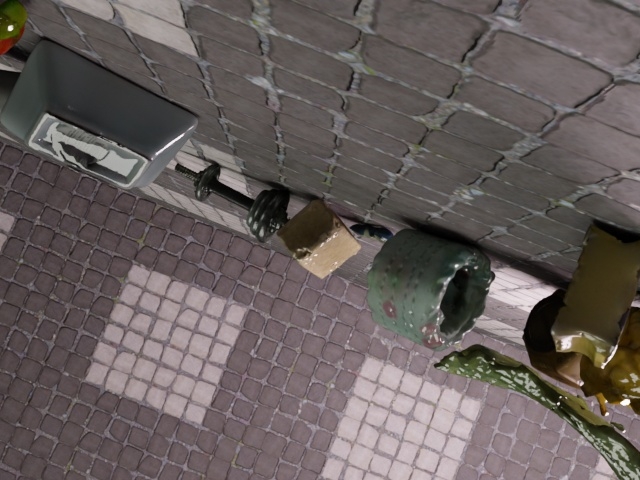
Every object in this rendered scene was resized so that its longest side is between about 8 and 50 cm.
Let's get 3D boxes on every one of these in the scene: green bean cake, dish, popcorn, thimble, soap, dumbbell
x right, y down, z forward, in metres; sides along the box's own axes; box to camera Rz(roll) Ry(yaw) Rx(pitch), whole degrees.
[{"bbox_3d":[0.000,0.000,1.443,0.085,0.109,0.179,53,-176,20],"label":"green bean cake"},{"bbox_3d":[-0.321,-0.150,1.081,0.243,0.080,0.182,25,137,-26],"label":"dish"},{"bbox_3d":[0.512,0.195,1.097,0.250,0.190,0.250,17,170,3],"label":"popcorn"},{"bbox_3d":[0.189,0.077,1.279,0.149,0.185,0.211,19,-152,38],"label":"thimble"},{"bbox_3d":[0.332,0.075,0.902,0.076,0.135,0.233,19,173,23],"label":"soap"},{"bbox_3d":[-0.167,-0.086,1.456,0.254,0.110,0.110,28,175,8],"label":"dumbbell"}]

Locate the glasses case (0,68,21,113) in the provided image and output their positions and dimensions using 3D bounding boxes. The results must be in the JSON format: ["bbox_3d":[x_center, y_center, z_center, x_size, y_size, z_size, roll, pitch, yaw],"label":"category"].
[{"bbox_3d":[-0.494,-0.224,1.178,0.308,0.083,0.128,9,-174,3],"label":"glasses case"}]

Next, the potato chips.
[{"bbox_3d":[0.379,0.284,1.238,0.389,0.097,0.373,36,-176,21],"label":"potato chips"}]

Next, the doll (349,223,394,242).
[{"bbox_3d":[0.096,-0.014,1.455,0.037,0.027,0.125,25,173,-32],"label":"doll"}]

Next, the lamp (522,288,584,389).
[{"bbox_3d":[0.448,0.175,1.295,0.185,0.161,0.161,24,174,-26],"label":"lamp"}]

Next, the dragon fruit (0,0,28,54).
[{"bbox_3d":[-0.471,-0.258,0.834,0.268,0.130,0.295,24,174,-15],"label":"dragon fruit"}]
